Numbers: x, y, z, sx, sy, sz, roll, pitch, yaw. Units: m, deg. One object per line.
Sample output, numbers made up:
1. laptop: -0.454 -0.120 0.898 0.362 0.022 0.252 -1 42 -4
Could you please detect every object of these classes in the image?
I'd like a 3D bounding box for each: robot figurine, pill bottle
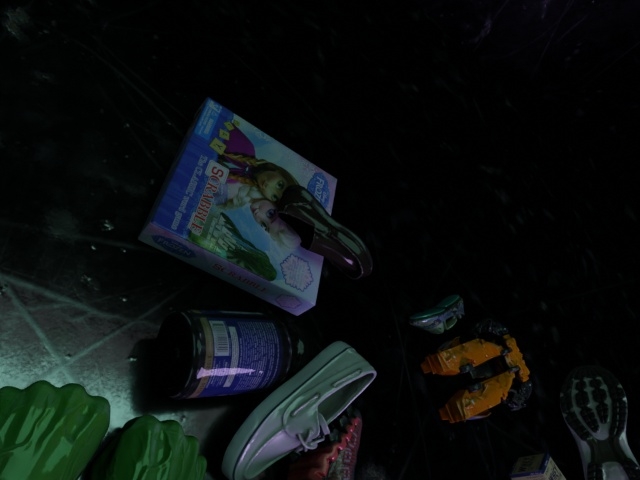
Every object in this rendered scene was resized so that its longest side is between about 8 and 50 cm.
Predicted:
1. robot figurine: 0.359 0.290 1.116 0.291 0.085 0.211 -4 68 -41
2. pill bottle: -0.122 0.168 0.751 0.219 0.123 0.122 11 58 -42

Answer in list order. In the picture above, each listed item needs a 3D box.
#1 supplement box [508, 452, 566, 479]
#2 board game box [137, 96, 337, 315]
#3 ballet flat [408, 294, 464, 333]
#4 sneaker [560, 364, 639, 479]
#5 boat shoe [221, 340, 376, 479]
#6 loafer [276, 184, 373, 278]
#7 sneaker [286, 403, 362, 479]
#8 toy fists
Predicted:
1. supplement box: 0.469 0.514 1.072 0.056 0.083 0.083 -31 86 -47
2. board game box: -0.128 -0.067 0.934 0.318 0.066 0.318 29 49 -24
3. ballet flat: 0.270 0.176 1.129 0.188 0.070 0.070 -16 76 -41
4. sneaker: 0.714 0.523 1.274 0.182 0.158 0.410 58 31 -44
5. boat shoe: -0.023 0.266 0.748 0.267 0.096 0.088 -35 48 -30
6. loafer: 0.000 0.000 0.908 0.220 0.080 0.078 43 54 -6
7. sneaker: 0.007 0.378 0.759 0.135 0.098 0.276 54 39 -13
8. toy fists: -0.267 0.265 0.599 0.279 0.096 0.142 32 58 -23
